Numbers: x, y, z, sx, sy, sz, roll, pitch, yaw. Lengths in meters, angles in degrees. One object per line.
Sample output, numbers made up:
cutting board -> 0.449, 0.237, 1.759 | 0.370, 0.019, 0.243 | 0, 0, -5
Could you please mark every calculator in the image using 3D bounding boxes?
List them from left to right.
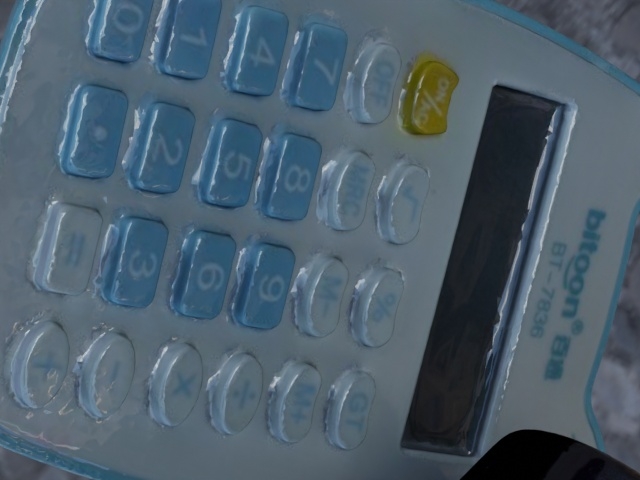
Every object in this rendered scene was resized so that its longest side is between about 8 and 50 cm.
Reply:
calculator -> 0.000, 0.000, 0.814 | 0.054, 0.386, 0.256 | 19, 97, 54

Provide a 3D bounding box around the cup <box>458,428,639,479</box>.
cup -> 0.081, 0.208, 0.780 | 0.166, 0.177, 0.239 | 32, 156, 21
